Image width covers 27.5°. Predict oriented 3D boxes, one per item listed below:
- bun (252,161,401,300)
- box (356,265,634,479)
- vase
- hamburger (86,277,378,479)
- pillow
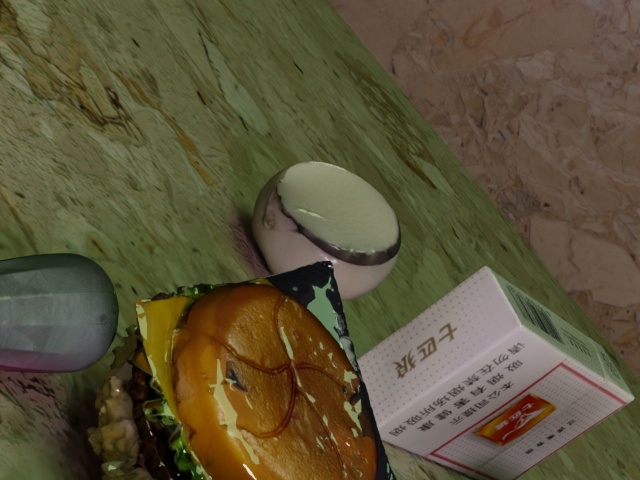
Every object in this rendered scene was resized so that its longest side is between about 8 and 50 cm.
[{"bbox_3d":[0.000,0.000,1.477,0.173,0.120,0.173,20,38,-16],"label":"bun"},{"bbox_3d":[0.202,0.168,1.509,0.330,0.210,0.095,30,27,-52],"label":"box"},{"bbox_3d":[-0.227,0.049,0.851,0.086,0.086,0.214,58,22,17],"label":"vase"},{"bbox_3d":[-0.061,0.140,0.959,0.262,0.139,0.243,-6,67,-57],"label":"hamburger"},{"bbox_3d":[-0.022,0.127,1.098,0.055,0.141,0.208,143,-67,-66],"label":"pillow"}]
